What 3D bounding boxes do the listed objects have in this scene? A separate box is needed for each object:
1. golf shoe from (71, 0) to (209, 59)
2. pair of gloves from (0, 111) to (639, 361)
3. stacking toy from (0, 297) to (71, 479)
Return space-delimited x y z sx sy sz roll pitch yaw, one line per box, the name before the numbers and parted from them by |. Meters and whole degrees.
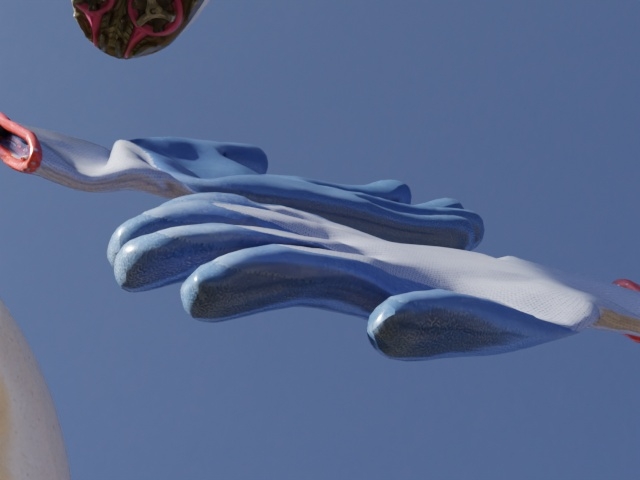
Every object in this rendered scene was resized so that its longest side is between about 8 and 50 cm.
golf shoe | -0.043 -0.158 0.760 0.067 0.086 0.186 22 -80 9
pair of gloves | 0.000 0.000 0.505 0.159 0.198 0.023 10 -81 -32
stacking toy | -0.330 0.125 0.998 0.350 0.480 0.351 0 -90 -16
